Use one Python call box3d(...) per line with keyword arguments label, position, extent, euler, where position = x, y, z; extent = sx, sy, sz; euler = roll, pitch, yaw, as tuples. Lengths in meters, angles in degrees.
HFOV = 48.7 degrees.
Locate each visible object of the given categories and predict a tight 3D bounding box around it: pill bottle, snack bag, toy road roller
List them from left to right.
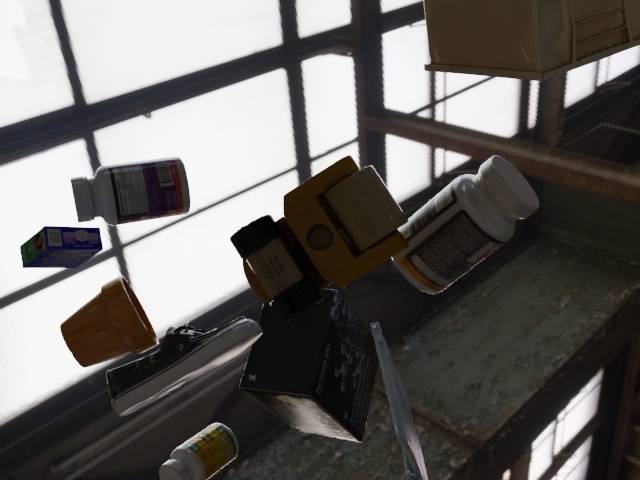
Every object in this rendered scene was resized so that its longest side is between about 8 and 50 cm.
box3d(label="pill bottle", position=(-0.337, -0.085, 1.255), extent=(0.108, 0.194, 0.108), euler=(170, -90, -72))
box3d(label="pill bottle", position=(-0.328, 0.588, 1.901), extent=(0.118, 0.208, 0.117), euler=(13, -67, 32))
box3d(label="toy road roller", position=(0.000, 0.000, 1.391), extent=(0.202, 0.330, 0.240), euler=(57, 6, 3))
box3d(label="snack bag", position=(0.181, 0.401, 1.586), extent=(0.323, 0.037, 0.342), euler=(-100, 171, -45))
box3d(label="pill bottle", position=(0.280, -0.030, 1.400), extent=(0.278, 0.162, 0.162), euler=(-42, -101, 30))

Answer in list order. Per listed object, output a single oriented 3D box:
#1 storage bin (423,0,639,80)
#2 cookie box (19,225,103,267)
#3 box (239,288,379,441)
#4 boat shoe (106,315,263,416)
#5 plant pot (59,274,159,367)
box3d(label="storage bin", position=(0.337, -0.349, 1.102), extent=(0.262, 0.261, 0.123), euler=(27, -46, 57))
box3d(label="cookie box", position=(-0.411, 0.012, 1.119), extent=(0.107, 0.092, 0.040), euler=(-25, -109, 44))
box3d(label="box", position=(-0.011, 0.342, 1.930), extent=(0.212, 0.293, 0.395), euler=(1, -30, 26))
box3d(label="boat shoe", position=(-0.187, 0.149, 0.937), extent=(0.229, 0.080, 0.076), euler=(-32, -105, 13))
box3d(label="plant pot", position=(-0.541, 0.220, 1.787), extent=(0.205, 0.188, 0.205), euler=(59, -10, 17))
